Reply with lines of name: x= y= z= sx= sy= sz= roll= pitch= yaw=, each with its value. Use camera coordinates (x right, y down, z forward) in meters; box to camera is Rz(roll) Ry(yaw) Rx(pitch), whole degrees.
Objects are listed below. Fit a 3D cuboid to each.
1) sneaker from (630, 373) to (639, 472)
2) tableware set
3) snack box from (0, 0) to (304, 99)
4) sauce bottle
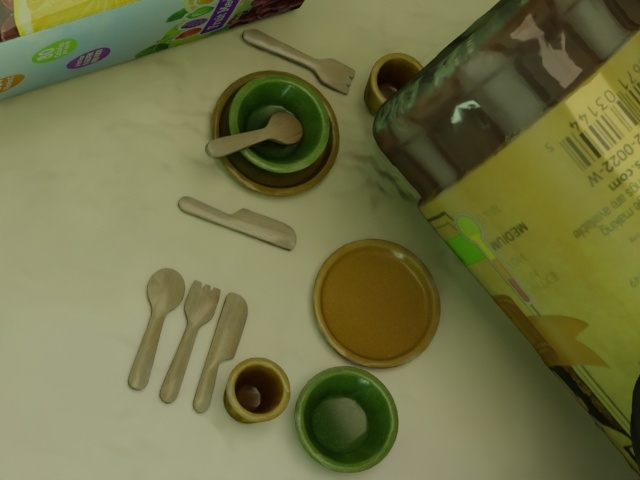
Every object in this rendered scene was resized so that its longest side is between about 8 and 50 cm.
sneaker: x=0.128 y=0.140 z=0.568 sx=0.222 sy=0.118 sz=0.083 roll=60 pitch=38 yaw=-8
tableware set: x=0.000 y=0.000 z=0.649 sx=0.104 sy=0.024 sz=0.154 roll=21 pitch=69 yaw=-9
snack box: x=-0.121 y=-0.140 z=0.631 sx=0.207 sy=0.070 sz=0.175 roll=-19 pitch=80 yaw=-21
sauce bottle: x=0.160 y=0.059 z=0.626 sx=0.111 sy=0.111 sz=0.344 roll=-40 pitch=92 yaw=-22
